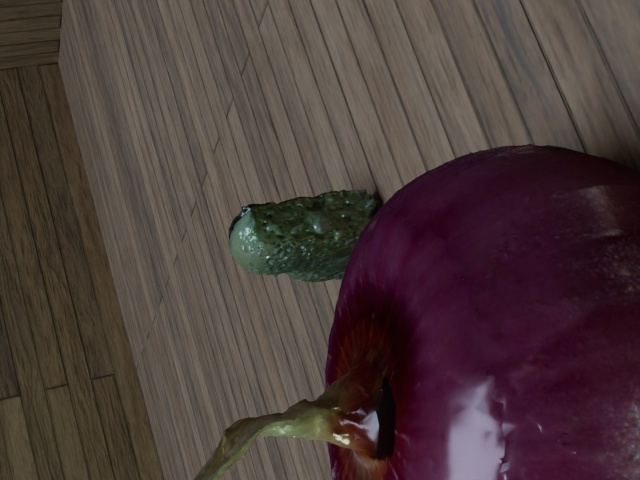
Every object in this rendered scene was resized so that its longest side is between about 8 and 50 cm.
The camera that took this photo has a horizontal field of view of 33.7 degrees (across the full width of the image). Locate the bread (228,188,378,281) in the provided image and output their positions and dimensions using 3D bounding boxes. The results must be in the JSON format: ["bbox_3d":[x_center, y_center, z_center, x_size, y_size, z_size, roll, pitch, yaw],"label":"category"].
[{"bbox_3d":[0.000,0.000,1.231,0.232,0.173,0.064,22,-134,-61],"label":"bread"}]

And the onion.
[{"bbox_3d":[0.120,0.101,0.729,0.358,0.345,0.358,-33,43,37],"label":"onion"}]
